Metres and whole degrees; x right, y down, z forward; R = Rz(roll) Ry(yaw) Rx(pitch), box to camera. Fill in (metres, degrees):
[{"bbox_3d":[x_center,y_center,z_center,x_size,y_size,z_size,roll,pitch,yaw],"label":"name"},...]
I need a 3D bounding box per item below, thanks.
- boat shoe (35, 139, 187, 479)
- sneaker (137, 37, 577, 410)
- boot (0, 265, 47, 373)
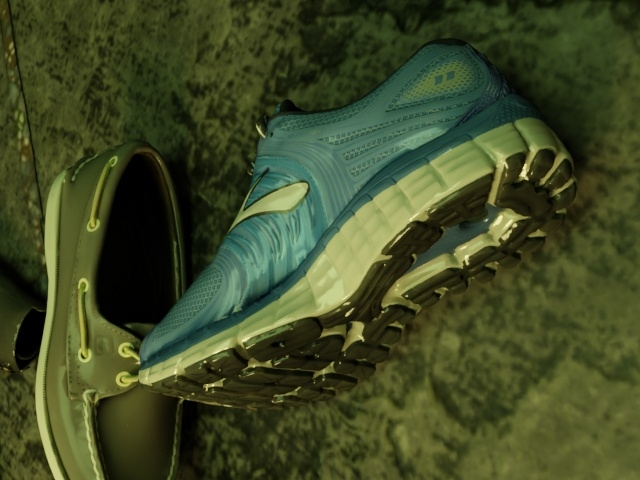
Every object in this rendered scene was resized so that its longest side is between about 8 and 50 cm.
[{"bbox_3d":[-0.151,0.071,0.662,0.091,0.109,0.305,-21,70,41],"label":"boat shoe"},{"bbox_3d":[0.000,0.000,0.552,0.330,0.129,0.147,-37,51,27],"label":"sneaker"},{"bbox_3d":[-0.335,0.124,0.837,0.137,0.077,0.198,25,104,33],"label":"boot"}]
